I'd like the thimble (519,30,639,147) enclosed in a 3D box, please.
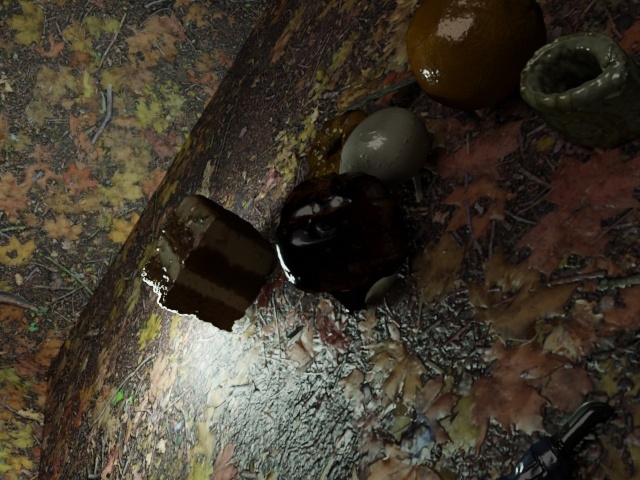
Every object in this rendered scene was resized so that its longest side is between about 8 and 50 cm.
[{"bbox_3d":[0.414,-0.227,0.851,0.138,0.143,0.190,-60,30,1],"label":"thimble"}]

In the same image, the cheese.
[{"bbox_3d":[0.143,-0.200,1.206,0.189,0.154,0.198,-1,39,49],"label":"cheese"}]

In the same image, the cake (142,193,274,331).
[{"bbox_3d":[-0.305,0.060,1.574,0.290,0.282,0.255,-54,38,4],"label":"cake"}]

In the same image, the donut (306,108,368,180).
[{"bbox_3d":[0.061,-0.214,1.399,0.226,0.113,0.227,-37,38,35],"label":"donut"}]

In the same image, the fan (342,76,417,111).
[{"bbox_3d":[0.162,-0.366,1.378,0.240,0.009,0.131,-22,20,8],"label":"fan"}]

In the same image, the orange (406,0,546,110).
[{"bbox_3d":[0.293,-0.378,1.061,0.264,0.264,0.264,-36,39,36],"label":"orange"}]

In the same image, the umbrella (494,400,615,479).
[{"bbox_3d":[0.276,0.297,0.715,0.248,0.071,0.071,-54,31,4],"label":"umbrella"}]

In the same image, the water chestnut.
[{"bbox_3d":[0.040,-0.001,1.147,0.288,0.244,0.289,-12,52,16],"label":"water chestnut"}]
